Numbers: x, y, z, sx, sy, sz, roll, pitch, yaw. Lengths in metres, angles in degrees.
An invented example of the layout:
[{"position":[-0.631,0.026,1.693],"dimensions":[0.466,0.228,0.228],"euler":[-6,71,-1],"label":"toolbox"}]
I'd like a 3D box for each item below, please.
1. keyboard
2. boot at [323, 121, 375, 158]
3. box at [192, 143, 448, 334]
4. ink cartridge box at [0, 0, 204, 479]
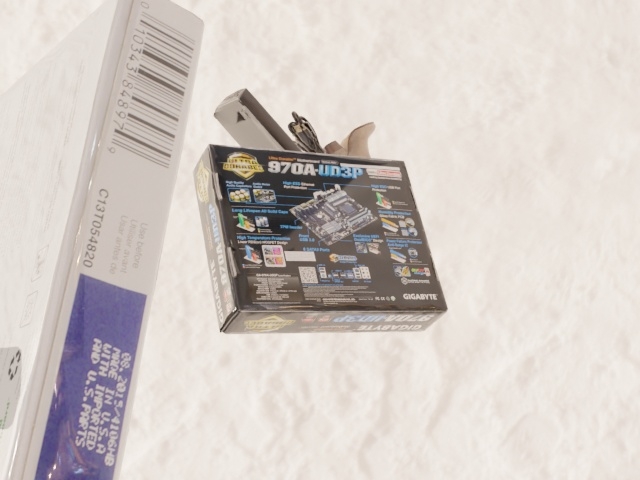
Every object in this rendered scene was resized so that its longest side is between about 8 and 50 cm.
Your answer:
[{"position":[-0.010,-0.086,1.229],"dimensions":[0.317,0.201,0.033],"euler":[47,69,-19],"label":"keyboard"},{"position":[0.060,-0.119,1.300],"dimensions":[0.087,0.118,0.042],"euler":[53,148,9],"label":"boot"},{"position":[0.000,0.000,0.842],"dimensions":[0.051,0.220,0.175],"euler":[-50,46,50],"label":"box"},{"position":[-0.146,0.021,0.418],"dimensions":[0.224,0.045,0.223],"euler":[-16,59,47],"label":"ink cartridge box"}]
